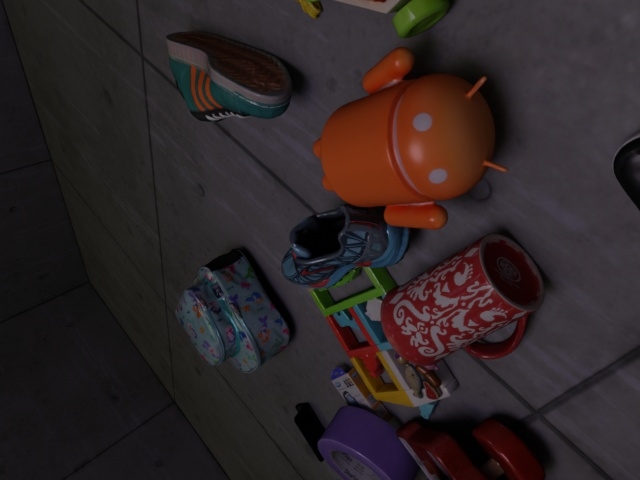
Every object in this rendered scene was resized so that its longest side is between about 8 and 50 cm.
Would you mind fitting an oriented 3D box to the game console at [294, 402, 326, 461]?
[{"bbox_3d":[-0.031,0.478,1.070,0.122,0.071,0.107,57,145,4],"label":"game console"}]

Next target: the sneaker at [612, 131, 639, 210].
[{"bbox_3d":[0.293,0.007,0.292,0.217,0.121,0.079,46,142,19],"label":"sneaker"}]

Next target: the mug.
[{"bbox_3d":[0.180,0.074,0.520,0.169,0.150,0.113,-49,39,49],"label":"mug"}]

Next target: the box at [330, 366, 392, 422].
[{"bbox_3d":[0.076,0.310,0.859,0.136,0.028,0.081,55,145,10],"label":"box"}]

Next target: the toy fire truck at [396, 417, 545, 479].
[{"bbox_3d":[0.244,0.406,0.632,0.302,0.169,0.254,50,167,14],"label":"toy fire truck"}]

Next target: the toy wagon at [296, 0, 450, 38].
[{"bbox_3d":[0.049,-0.331,0.393,0.344,0.068,0.267,-21,97,54],"label":"toy wagon"}]

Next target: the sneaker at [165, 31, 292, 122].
[{"bbox_3d":[-0.143,-0.236,0.674,0.302,0.108,0.121,41,142,38],"label":"sneaker"}]

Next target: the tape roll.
[{"bbox_3d":[0.093,0.417,0.834,0.189,0.080,0.189,25,139,24],"label":"tape roll"}]

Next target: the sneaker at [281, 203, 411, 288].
[{"bbox_3d":[0.000,0.000,0.626,0.262,0.125,0.104,-27,57,50],"label":"sneaker"}]

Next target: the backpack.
[{"bbox_3d":[-0.196,0.177,0.971,0.253,0.191,0.225,50,143,4],"label":"backpack"}]

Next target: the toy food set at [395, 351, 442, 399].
[{"bbox_3d":[0.147,0.193,0.639,0.078,0.019,0.122,-5,111,51],"label":"toy food set"}]

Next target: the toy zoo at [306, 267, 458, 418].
[{"bbox_3d":[0.103,0.171,0.721,0.293,0.030,0.192,59,144,1],"label":"toy zoo"}]

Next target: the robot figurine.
[{"bbox_3d":[0.086,-0.103,0.461,0.219,0.128,0.158,0,72,51],"label":"robot figurine"}]
